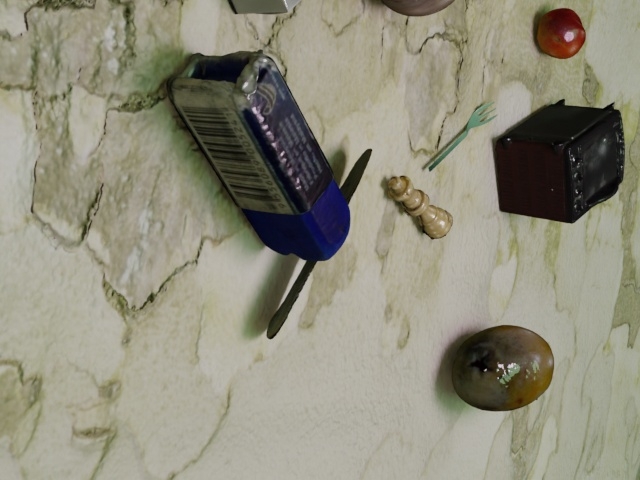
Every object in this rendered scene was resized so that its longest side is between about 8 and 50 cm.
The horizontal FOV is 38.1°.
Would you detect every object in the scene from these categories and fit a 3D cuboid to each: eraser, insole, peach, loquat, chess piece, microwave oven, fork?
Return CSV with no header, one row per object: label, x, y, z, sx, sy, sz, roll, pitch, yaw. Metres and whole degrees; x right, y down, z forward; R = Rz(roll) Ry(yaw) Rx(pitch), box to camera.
eraser,-0.074,-0.115,1.297,0.101,0.155,0.332,-54,133,-27
insole,0.000,0.000,1.454,0.009,0.119,0.348,30,77,-9
peach,0.493,-0.425,1.905,0.101,0.101,0.101,-13,108,-46
loquat,0.359,0.256,1.842,0.227,0.179,0.179,-6,103,-33
chess piece,0.172,-0.064,1.659,0.172,0.060,0.060,37,71,-43
microwave oven,0.499,-0.165,1.895,0.247,0.188,0.178,-32,121,-39
fork,0.263,-0.196,1.755,0.235,0.021,0.039,-41,122,-33

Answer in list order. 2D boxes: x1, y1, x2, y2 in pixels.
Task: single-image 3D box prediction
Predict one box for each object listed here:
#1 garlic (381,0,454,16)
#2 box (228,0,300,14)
garlic,0.157,-0.436,1.490,0.160,0.191,0.214,-52,149,7
box,-0.078,-0.484,1.248,0.200,0.106,0.299,-50,132,-31
